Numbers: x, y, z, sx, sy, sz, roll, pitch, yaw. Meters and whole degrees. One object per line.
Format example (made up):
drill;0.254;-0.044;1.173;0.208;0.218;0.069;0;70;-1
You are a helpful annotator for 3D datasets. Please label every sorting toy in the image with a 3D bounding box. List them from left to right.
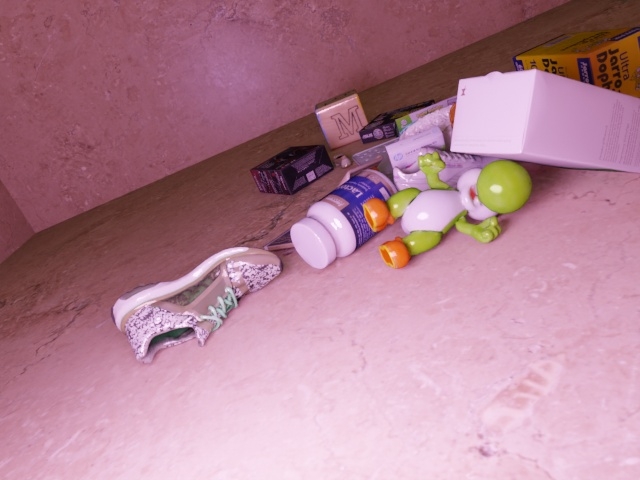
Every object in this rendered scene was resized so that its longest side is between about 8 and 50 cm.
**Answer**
sorting toy;0.086;-0.141;1.528;0.208;0.038;0.193;-35;-15;-50

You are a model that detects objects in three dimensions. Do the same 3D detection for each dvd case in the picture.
dvd case;-0.036;-0.022;1.513;0.221;0.018;0.164;-9;19;42

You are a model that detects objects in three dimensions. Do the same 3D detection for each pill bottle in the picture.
pill bottle;0.062;-0.052;1.330;0.265;0.153;0.153;-37;25;-31

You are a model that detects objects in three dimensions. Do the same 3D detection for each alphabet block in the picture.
alphabet block;0.100;-0.539;2.409;0.197;0.193;0.192;-20;22;9

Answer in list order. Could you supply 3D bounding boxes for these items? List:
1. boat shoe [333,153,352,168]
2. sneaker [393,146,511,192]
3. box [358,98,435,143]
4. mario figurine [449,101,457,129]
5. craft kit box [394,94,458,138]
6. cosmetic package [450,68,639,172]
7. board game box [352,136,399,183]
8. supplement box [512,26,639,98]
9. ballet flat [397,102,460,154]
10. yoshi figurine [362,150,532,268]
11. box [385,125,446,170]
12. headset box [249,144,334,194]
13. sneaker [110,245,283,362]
boat shoe;0.080;-0.315;2.089;0.056;0.048;0.153;-24;21;-2
sneaker;0.326;-0.176;1.352;0.305;0.152;0.114;-21;20;1
box;0.321;-0.490;2.242;0.270;0.060;0.216;-7;26;38
mario figurine;0.478;-0.299;1.320;0.320;0.170;0.198;12;23;-22
craft kit box;0.384;-0.426;1.914;0.246;0.061;0.250;-18;0;7
cosmetic package;0.470;-0.232;1.098;0.365;0.155;0.197;2;9;-27
board game box;0.321;-0.271;1.688;0.390;0.050;0.390;-21;23;-1
supplement box;0.752;-0.477;1.565;0.195;0.194;0.356;-25;21;-5
ballet flat;0.413;-0.311;1.483;0.409;0.147;0.147;-23;21;-5
yoshi figurine;0.285;-0.080;1.140;0.362;0.203;0.203;-23;37;-4
box;0.263;-0.200;1.435;0.145;0.186;0.038;-21;48;6
headset box;-0.124;-0.278;2.129;0.218;0.110;0.293;-34;23;-24
sneaker;-0.262;0.162;1.250;0.410;0.158;0.182;-25;52;-8
